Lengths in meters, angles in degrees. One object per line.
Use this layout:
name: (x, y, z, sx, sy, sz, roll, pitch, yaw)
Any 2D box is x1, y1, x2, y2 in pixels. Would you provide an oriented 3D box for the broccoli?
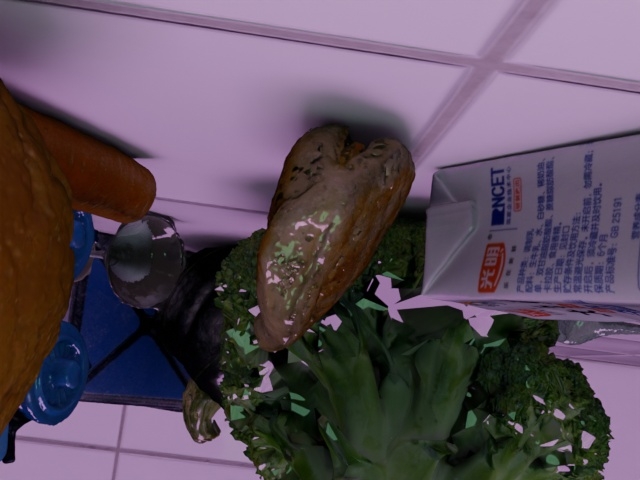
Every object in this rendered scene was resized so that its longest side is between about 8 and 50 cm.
broccoli: (0.070, 0.130, 0.827, 0.413, 0.310, 0.321, 35, 165, -16)

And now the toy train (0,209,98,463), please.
toy train: (-0.350, 0.066, 0.782, 0.187, 0.301, 0.265, 4, -179, 18)

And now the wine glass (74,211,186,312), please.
wine glass: (-0.271, 0.021, 1.044, 0.182, 0.122, 0.122, 2, 170, 40)

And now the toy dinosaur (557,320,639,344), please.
toy dinosaur: (0.437, 0.135, 1.338, 0.129, 0.076, 0.383, 6, 177, -38)

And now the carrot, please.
carrot: (-0.208, -0.062, 0.622, 0.067, 0.067, 0.225, 3, 172, 25)

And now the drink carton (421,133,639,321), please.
drink carton: (0.212, 0.000, 0.530, 0.130, 0.107, 0.315, 15, 169, -33)

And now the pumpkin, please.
pumpkin: (-0.122, 0.155, 1.204, 0.295, 0.296, 0.296, 7, 171, 1)

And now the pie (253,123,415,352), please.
pie: (0.000, 0.000, 0.566, 0.078, 0.163, 0.193, 26, 167, 8)

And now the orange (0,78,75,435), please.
orange: (-0.297, 0.008, 0.376, 0.356, 0.322, 0.322, 2, 176, -36)

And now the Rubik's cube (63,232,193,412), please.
Rubik's cube: (-0.343, 0.135, 1.360, 0.259, 0.260, 0.254, 17, 166, -38)
